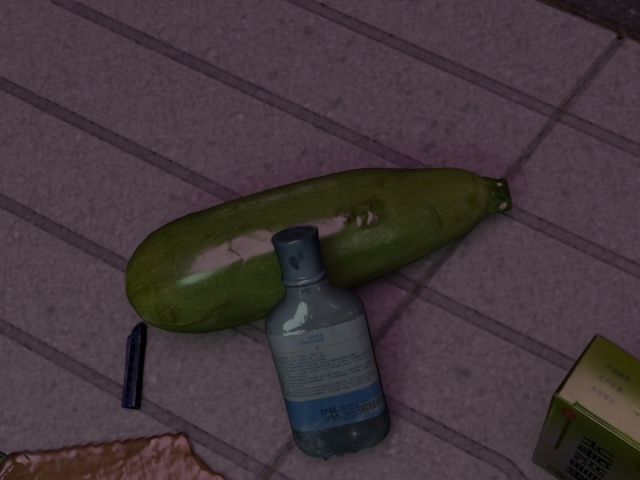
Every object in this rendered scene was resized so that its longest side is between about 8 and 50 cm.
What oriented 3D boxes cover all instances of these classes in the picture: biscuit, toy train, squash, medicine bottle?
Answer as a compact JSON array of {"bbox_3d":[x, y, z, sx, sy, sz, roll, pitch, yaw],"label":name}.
[{"bbox_3d":[-0.188,0.298,1.173,0.232,0.013,0.236,-8,72,5],"label":"biscuit"},{"bbox_3d":[-0.177,0.118,1.228,0.017,0.017,0.083,-2,72,14],"label":"toy train"},{"bbox_3d":[-0.001,-0.003,1.193,0.371,0.118,0.118,-16,71,0],"label":"squash"},{"bbox_3d":[0.000,0.089,1.140,0.090,0.053,0.208,-12,108,3],"label":"medicine bottle"}]

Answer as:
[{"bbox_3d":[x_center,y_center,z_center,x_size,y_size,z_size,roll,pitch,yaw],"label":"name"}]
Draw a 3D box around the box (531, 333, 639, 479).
[{"bbox_3d":[0.263,0.178,1.022,0.175,0.260,0.062,34,77,16],"label":"box"}]
